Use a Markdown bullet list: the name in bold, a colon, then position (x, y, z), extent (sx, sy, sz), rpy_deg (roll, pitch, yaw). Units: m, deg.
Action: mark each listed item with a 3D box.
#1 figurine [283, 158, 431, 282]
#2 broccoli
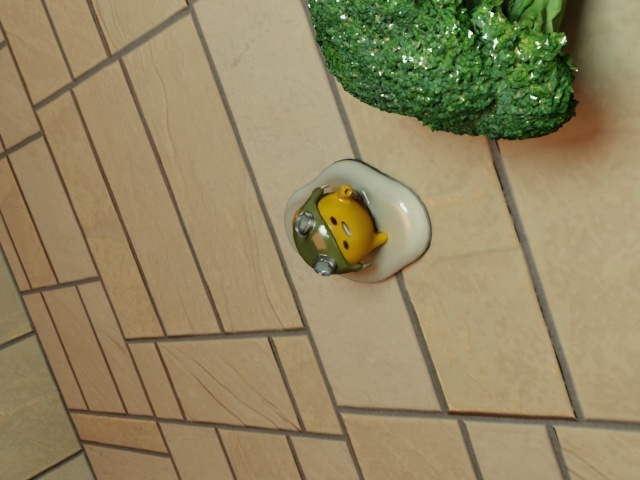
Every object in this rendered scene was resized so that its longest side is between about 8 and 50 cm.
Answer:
- **figurine**: position (0.000, 0.000, 1.034), extent (0.250, 0.141, 0.166), rpy_deg (-15, 100, 50)
- **broccoli**: position (0.123, -0.218, 0.714), extent (0.275, 0.308, 0.308), rpy_deg (-32, 84, 12)
